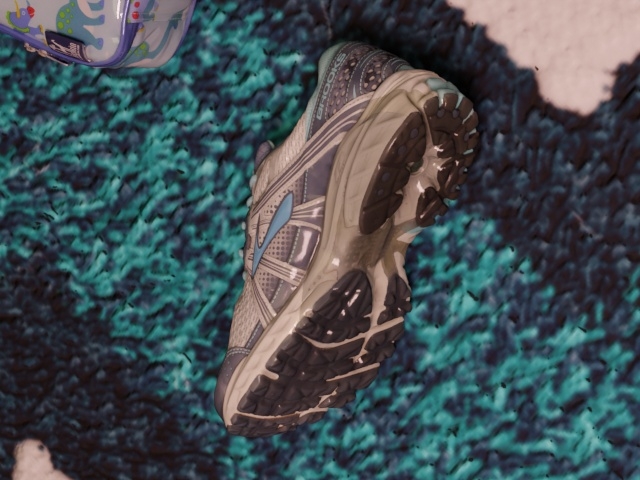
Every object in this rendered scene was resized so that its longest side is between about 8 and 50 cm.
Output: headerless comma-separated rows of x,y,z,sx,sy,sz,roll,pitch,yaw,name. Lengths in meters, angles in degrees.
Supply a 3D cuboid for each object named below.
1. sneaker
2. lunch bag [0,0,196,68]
0.000,0.000,1.241,0.122,0.110,0.283,44,116,38,sneaker
-0.160,-0.234,1.295,0.176,0.090,0.219,26,109,29,lunch bag
